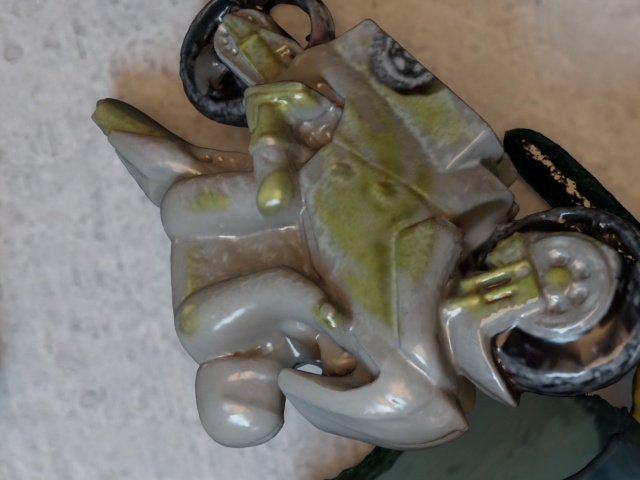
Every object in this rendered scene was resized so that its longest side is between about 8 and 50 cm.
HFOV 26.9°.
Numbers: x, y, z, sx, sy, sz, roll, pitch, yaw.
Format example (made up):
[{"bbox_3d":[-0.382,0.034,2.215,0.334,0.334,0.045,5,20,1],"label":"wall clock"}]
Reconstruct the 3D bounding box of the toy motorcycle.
[{"bbox_3d":[0.000,0.000,0.709,0.223,0.108,0.340,-45,58,0],"label":"toy motorcycle"}]

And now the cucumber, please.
[{"bbox_3d":[0.156,-0.019,0.784,0.133,0.032,0.032,44,95,2],"label":"cucumber"}]

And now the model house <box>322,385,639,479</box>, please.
[{"bbox_3d":[0.113,0.232,0.692,0.184,0.253,0.291,-28,95,-13],"label":"model house"}]

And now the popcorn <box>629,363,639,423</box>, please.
[{"bbox_3d":[0.276,0.096,0.725,0.200,0.203,0.226,-41,46,39],"label":"popcorn"}]
